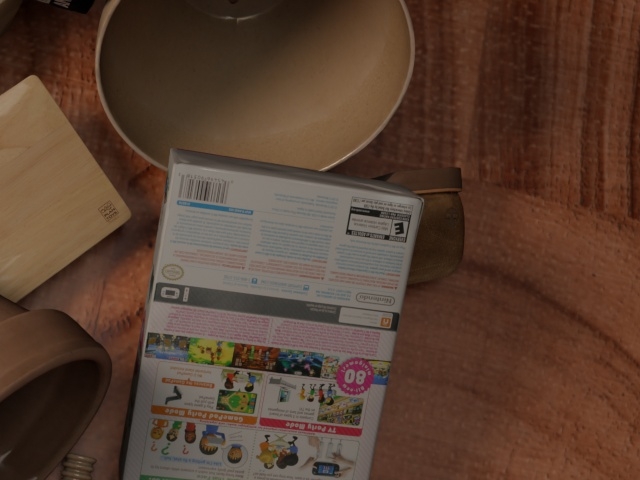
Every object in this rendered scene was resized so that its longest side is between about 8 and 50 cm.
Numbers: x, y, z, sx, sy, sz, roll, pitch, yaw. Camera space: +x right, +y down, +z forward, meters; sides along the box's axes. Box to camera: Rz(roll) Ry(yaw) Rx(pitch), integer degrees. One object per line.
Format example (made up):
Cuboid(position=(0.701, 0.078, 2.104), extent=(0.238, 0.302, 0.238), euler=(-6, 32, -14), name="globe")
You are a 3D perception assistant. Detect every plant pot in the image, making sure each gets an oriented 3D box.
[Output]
Cuboid(position=(-0.070, -0.215, 1.301), extent=(0.284, 0.284, 0.191), euler=(1, 42, -13), name="plant pot")
Cuboid(position=(-0.345, 0.115, 1.167), extent=(0.229, 0.263, 0.263), euler=(41, 71, 15), name="plant pot")

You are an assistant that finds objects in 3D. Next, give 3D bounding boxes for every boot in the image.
Cuboid(position=(0.000, 0.000, 1.337), extent=(0.305, 0.112, 0.115), euler=(-6, 90, -17), name="boot")

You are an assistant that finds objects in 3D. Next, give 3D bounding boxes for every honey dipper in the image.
Cuboid(position=(-0.233, 0.273, 1.254), extent=(0.031, 0.030, 0.160), euler=(13, 77, -11), name="honey dipper")

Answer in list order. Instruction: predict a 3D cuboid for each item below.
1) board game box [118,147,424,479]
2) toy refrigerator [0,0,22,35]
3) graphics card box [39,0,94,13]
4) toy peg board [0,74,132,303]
Cuboid(position=(-0.049, 0.086, 1.245), extent=(0.224, 0.097, 0.303), euler=(9, 100, -12), name="board game box")
Cuboid(position=(-0.386, -0.180, 1.232), extent=(0.102, 0.094, 0.269), euler=(43, 50, -2), name="toy refrigerator")
Cuboid(position=(-0.342, -0.355, 1.169), extent=(0.371, 0.094, 0.232), euler=(13, 84, -14), name="graphics card box")
Cuboid(position=(-0.291, -0.042, 1.295), extent=(0.161, 0.079, 0.160), euler=(-38, 104, -18), name="toy peg board")
